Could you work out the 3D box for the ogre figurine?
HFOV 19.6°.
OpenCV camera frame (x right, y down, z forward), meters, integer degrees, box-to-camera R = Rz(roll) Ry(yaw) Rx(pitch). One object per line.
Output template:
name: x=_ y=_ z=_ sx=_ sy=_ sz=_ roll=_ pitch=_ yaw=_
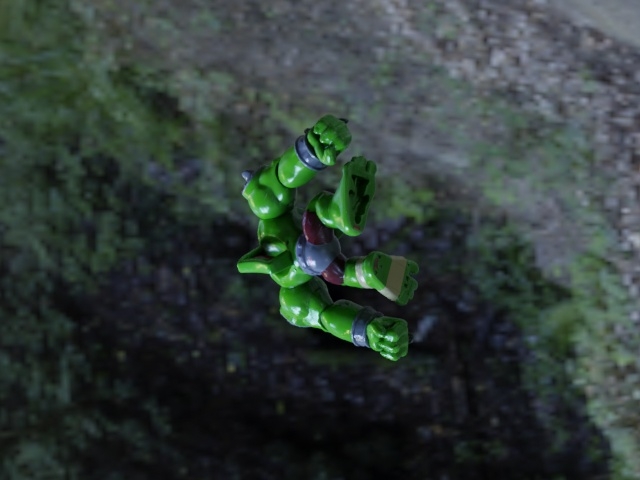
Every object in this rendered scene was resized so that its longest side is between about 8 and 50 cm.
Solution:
ogre figurine: x=0.000 y=0.000 z=1.487 sx=0.118 sy=0.097 sz=0.197 roll=-4 pitch=129 yaw=39
